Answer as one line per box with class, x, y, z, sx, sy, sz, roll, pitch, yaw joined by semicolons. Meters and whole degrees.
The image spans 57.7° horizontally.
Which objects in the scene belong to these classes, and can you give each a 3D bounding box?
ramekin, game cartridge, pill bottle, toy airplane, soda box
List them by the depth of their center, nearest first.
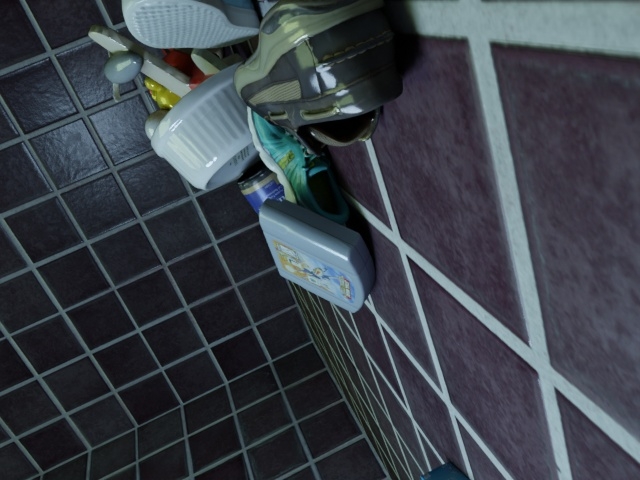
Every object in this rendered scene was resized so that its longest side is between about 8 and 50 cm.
soda box;0.248;0.467;1.023;0.210;0.067;0.071;159;87;-83
game cartridge;0.002;0.039;1.050;0.198;0.062;0.297;29;161;17
ramekin;-0.173;-0.209;1.106;0.127;0.272;0.273;52;172;-1
pill bottle;-0.065;-0.068;1.214;0.219;0.122;0.123;54;176;-18
toy airplane;-0.309;-0.336;1.367;0.386;0.273;0.384;34;-176;6

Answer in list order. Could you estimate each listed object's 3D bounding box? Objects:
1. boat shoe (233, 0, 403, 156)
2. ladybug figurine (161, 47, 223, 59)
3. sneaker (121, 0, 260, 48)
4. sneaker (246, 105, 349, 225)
boat shoe;-0.010;-0.153;0.621;0.355;0.132;0.130;-163;49;-81
ladybug figurine;-0.388;-0.613;1.615;0.305;0.161;0.449;65;172;2
sneaker;-0.204;-0.382;0.878;0.366;0.135;0.150;-54;-55;-74
sneaker;-0.027;-0.142;0.991;0.276;0.107;0.110;61;155;-10
